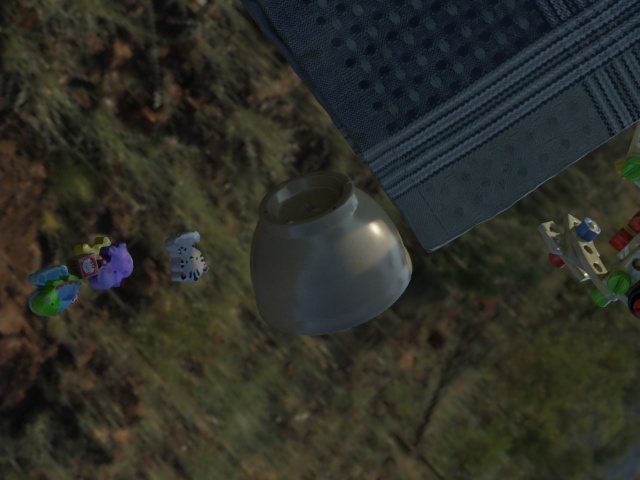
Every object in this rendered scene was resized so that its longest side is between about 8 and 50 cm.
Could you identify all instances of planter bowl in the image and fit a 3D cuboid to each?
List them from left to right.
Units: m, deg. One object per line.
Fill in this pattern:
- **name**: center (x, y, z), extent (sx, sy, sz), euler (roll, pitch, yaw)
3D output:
- **planter bowl**: center (0.000, 0.000, 1.209), extent (0.162, 0.162, 0.109), euler (-35, 125, -26)

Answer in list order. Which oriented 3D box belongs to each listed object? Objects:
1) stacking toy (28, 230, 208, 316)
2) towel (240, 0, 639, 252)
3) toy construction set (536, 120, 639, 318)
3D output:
- **stacking toy**: center (-0.246, 0.042, 1.260), extent (0.167, 0.052, 0.221), euler (-4, -167, 42)
- **towel**: center (0.113, -0.200, 0.817), extent (0.324, 0.312, 0.056), euler (-33, -171, 4)
- **toy construction set**: center (0.426, -0.025, 1.664), extent (0.151, 0.215, 0.328), euler (-43, 174, -42)
